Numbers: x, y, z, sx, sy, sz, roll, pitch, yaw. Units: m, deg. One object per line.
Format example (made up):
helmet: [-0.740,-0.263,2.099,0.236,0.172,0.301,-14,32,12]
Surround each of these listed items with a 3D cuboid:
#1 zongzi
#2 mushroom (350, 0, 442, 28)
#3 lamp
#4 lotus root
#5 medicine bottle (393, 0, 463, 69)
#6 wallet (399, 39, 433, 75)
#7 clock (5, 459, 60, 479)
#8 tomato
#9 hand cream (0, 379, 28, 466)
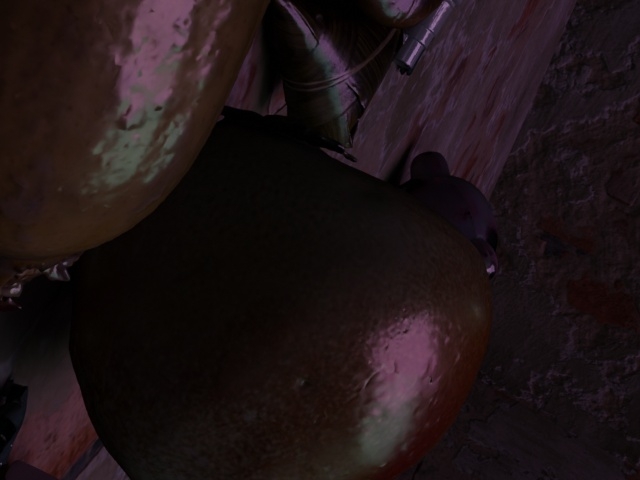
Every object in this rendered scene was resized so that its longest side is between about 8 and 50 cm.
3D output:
zongzi: [0.016,-0.207,0.925,0.184,0.084,0.187,70,37,-50]
mushroom: [0.069,-0.268,0.908,0.135,0.080,0.170,43,45,-43]
lamp: [0.155,0.020,1.714,0.248,0.247,0.301,-5,149,-26]
lotus root: [-0.103,-0.104,0.468,0.169,0.152,0.342,-30,144,-66]
medicine bottle: [0.139,-0.310,1.203,0.092,0.061,0.220,31,88,-53]
wallet: [0.129,-0.269,1.305,0.088,0.026,0.129,-58,167,-11]
clock: [-0.210,0.358,0.769,0.275,0.290,0.080,-47,164,-25]
tomato: [-0.039,0.045,0.745,0.303,0.304,0.239,-57,152,-18]
hand cream: [-0.274,0.172,0.671,0.075,0.052,0.248,-41,-178,25]
